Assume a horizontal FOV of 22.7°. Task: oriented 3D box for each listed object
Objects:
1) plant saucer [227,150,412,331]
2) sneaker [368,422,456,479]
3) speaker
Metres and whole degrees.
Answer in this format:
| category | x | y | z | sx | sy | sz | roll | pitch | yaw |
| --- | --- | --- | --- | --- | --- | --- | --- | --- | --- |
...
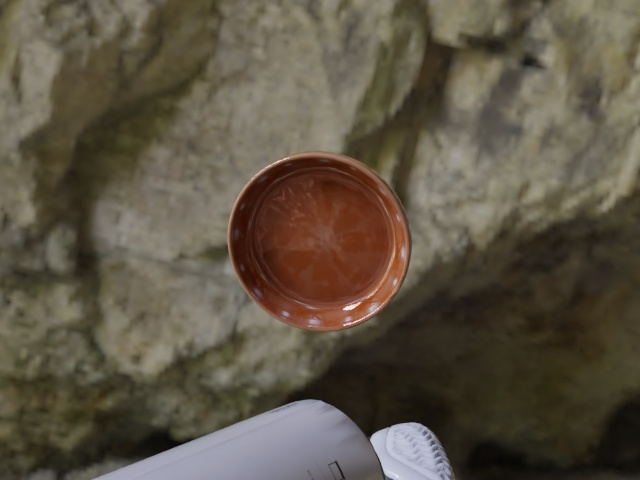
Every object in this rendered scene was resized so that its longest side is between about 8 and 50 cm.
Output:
| category | x | y | z | sx | sy | sz | roll | pitch | yaw |
| --- | --- | --- | --- | --- | --- | --- | --- | --- | --- |
| plant saucer | 0.000 | 0.000 | 0.718 | 0.083 | 0.083 | 0.013 | 13 | 20 | 7 |
| sneaker | -0.007 | 0.233 | 0.878 | 0.210 | 0.137 | 0.366 | -13 | 21 | 1 |
| speaker | -0.040 | 0.088 | 0.464 | 0.055 | 0.055 | 0.136 | 15 | 18 | 34 |
